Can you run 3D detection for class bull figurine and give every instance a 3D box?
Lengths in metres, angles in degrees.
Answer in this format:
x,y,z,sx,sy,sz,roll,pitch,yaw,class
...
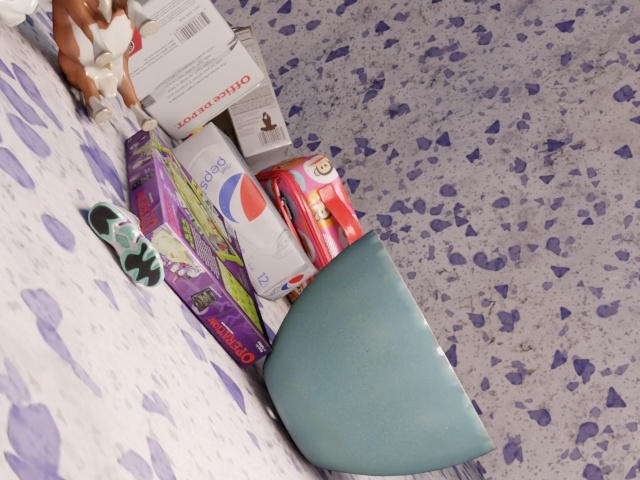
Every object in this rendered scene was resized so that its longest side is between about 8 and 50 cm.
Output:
x,y,z,sx,sy,sz,roll,pitch,yaw,class
-0.263,-0.261,1.151,0.188,0.101,0.310,61,-17,23,bull figurine

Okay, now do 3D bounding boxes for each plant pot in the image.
x,y,z,sx,sy,sz,roll,pitch,yaw,class
0.048,0.159,1.159,0.290,0.195,0.290,61,2,-4,plant pot

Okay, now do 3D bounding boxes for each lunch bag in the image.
x,y,z,sx,sy,sz,roll,pitch,yaw,class
0.000,0.000,1.683,0.258,0.120,0.293,-2,-67,65,lunch bag

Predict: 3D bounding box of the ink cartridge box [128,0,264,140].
x,y,z,sx,sy,sz,roll,pitch,yaw,class
-0.246,-0.321,1.634,0.114,0.197,0.273,59,5,38,ink cartridge box

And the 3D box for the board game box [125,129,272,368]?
x,y,z,sx,sy,sz,roll,pitch,yaw,class
-0.159,-0.005,1.230,0.208,0.056,0.347,58,3,-26,board game box

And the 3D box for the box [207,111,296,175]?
x,y,z,sx,sy,sz,roll,pitch,yaw,class
-0.160,-0.202,2.038,0.311,0.148,0.121,54,5,7,box

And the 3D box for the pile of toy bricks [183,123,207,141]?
x,y,z,sx,sy,sz,roll,pitch,yaw,class
-0.246,-0.272,1.874,0.212,0.105,0.118,57,5,25,pile of toy bricks

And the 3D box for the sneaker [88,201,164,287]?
x,y,z,sx,sy,sz,roll,pitch,yaw,class
-0.183,-0.001,0.970,0.098,0.038,0.069,55,5,-7,sneaker

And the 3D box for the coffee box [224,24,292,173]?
x,y,z,sx,sy,sz,roll,pitch,yaw,class
-0.138,-0.268,1.906,0.141,0.098,0.246,106,-35,-78,coffee box

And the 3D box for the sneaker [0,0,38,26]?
x,y,z,sx,sy,sz,roll,pitch,yaw,class
-0.387,-0.353,1.039,0.275,0.107,0.110,56,13,13,sneaker

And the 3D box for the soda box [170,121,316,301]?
x,y,z,sx,sy,sz,roll,pitch,yaw,class
-0.125,-0.045,1.585,0.286,0.091,0.098,56,5,16,soda box
